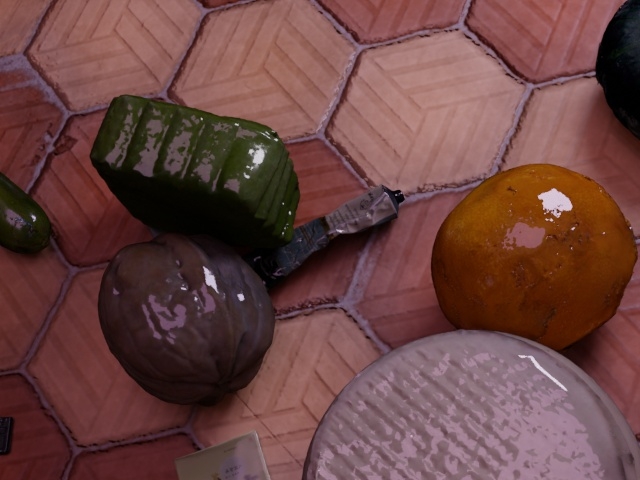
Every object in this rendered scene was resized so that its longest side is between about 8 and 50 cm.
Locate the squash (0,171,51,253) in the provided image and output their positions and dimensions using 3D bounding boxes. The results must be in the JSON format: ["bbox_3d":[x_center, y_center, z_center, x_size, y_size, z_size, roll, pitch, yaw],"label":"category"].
[{"bbox_3d":[-0.495,-0.088,1.743,0.087,0.087,0.331,-45,63,-10],"label":"squash"}]

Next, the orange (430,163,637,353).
[{"bbox_3d":[0.247,0.026,1.444,0.240,0.240,0.240,-5,64,10],"label":"orange"}]

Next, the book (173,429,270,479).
[{"bbox_3d":[-0.120,0.286,1.519,0.111,0.014,0.077,-20,63,2],"label":"book"}]

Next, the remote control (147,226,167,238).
[{"bbox_3d":[-0.181,-0.048,1.691,0.124,0.018,0.053,-26,64,-1],"label":"remote control"}]

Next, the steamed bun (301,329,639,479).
[{"bbox_3d":[0.167,0.287,1.329,0.375,0.241,0.374,-5,68,13],"label":"steamed bun"}]

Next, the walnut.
[{"bbox_3d":[-0.166,0.092,1.525,0.224,0.224,0.224,-5,64,10],"label":"walnut"}]

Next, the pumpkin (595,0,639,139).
[{"bbox_3d":[0.465,-0.221,1.555,0.233,0.163,0.233,-6,63,12],"label":"pumpkin"}]

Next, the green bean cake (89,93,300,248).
[{"bbox_3d":[-0.149,-0.081,1.567,0.248,0.222,0.125,17,72,15],"label":"green bean cake"}]

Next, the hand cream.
[{"bbox_3d":[0.000,0.001,1.620,0.248,0.052,0.075,-31,36,4],"label":"hand cream"}]

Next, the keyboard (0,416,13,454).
[{"bbox_3d":[-0.475,0.257,1.613,0.155,0.010,0.053,-3,65,10],"label":"keyboard"}]
